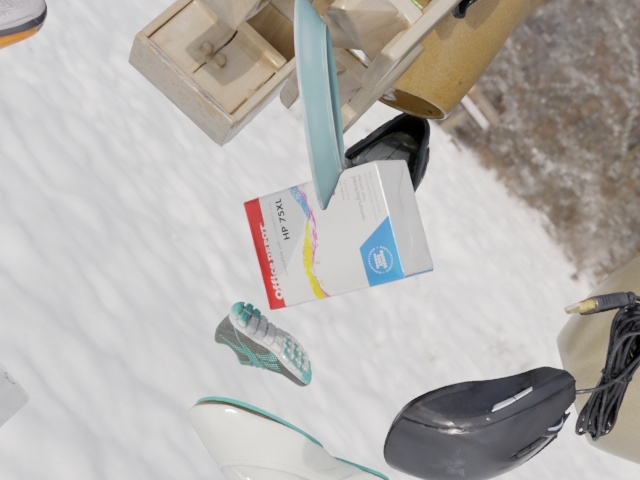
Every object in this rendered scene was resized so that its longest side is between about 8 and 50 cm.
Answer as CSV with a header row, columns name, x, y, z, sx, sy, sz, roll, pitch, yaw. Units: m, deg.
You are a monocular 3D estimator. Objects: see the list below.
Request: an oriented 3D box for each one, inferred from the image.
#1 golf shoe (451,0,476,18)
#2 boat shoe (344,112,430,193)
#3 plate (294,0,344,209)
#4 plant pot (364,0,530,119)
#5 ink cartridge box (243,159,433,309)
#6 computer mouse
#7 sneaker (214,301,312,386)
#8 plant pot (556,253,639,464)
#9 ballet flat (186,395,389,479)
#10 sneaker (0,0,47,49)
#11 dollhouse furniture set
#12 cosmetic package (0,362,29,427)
name,x,y,z,sx,sy,sz,roll,pitch,yaw
golf shoe,0.221,-0.330,1.267,0.067,0.186,0.086,19,50,-47
boat shoe,0.064,-0.074,1.460,0.127,0.113,0.340,36,45,14
plate,0.002,-0.120,0.916,0.188,0.024,0.188,-5,90,-85
plant pot,0.154,-0.301,1.437,0.237,0.254,0.237,21,-5,2
ink cartridge box,0.000,0.000,1.240,0.078,0.231,0.134,-10,85,-58
computer mouse,0.188,0.133,0.926,0.262,0.184,0.060,-5,37,-27
sneaker,-0.084,0.160,1.559,0.166,0.076,0.065,43,28,-15
plant pot,0.384,0.148,1.248,0.284,0.191,0.284,-17,90,-77
ballet flat,-0.031,0.337,1.474,0.400,0.139,0.139,36,14,-41
sneaker,-0.439,-0.185,1.159,0.180,0.321,0.124,82,-2,-48
dollhouse furniture set,-0.039,-0.305,1.165,0.362,0.256,0.394,43,-25,1
cosmetic package,-0.530,0.237,1.190,0.156,0.385,0.217,41,-18,11
